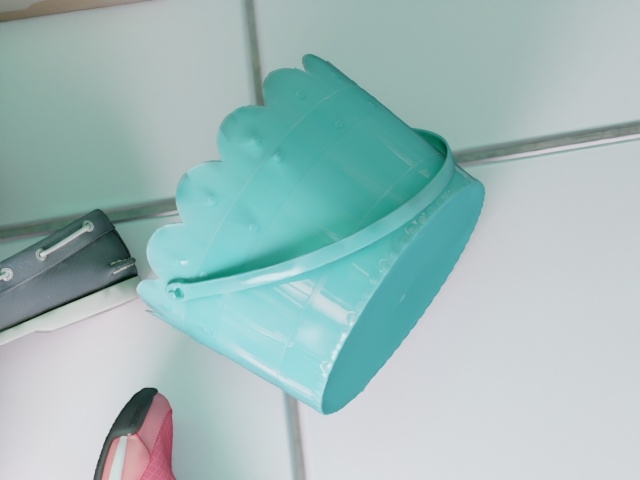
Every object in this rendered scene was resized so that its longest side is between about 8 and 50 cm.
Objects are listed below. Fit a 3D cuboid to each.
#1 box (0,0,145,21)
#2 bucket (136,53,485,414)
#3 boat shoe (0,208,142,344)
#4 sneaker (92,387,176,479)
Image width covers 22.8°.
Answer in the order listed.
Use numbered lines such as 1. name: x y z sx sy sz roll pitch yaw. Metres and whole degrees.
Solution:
1. box: -0.315 -0.307 1.579 0.311 0.121 0.148 -6 71 8
2. bucket: 0.000 0.000 1.356 0.183 0.281 0.281 34 80 14
3. boat shoe: -0.318 0.055 1.421 0.319 0.116 0.099 -18 88 -22
4. sneaker: -0.130 0.286 1.374 0.136 0.116 0.314 3 79 0
